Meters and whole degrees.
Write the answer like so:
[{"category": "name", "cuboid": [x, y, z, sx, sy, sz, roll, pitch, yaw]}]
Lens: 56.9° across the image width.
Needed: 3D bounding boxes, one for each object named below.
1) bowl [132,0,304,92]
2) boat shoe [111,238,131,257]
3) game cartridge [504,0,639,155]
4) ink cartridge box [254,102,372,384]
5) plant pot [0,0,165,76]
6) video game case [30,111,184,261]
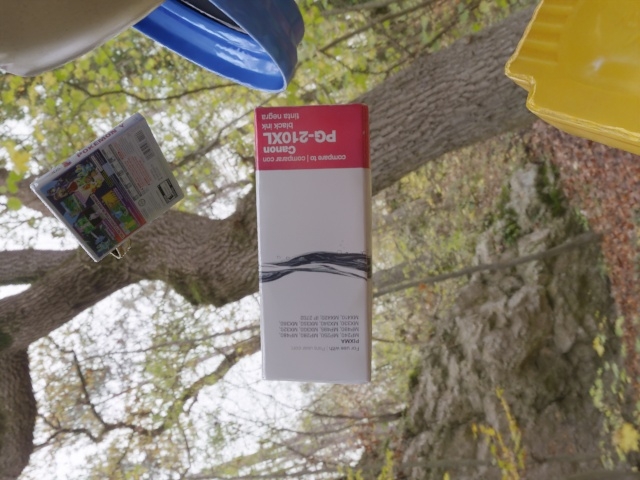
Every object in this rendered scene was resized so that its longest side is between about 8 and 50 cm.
[{"category": "bowl", "cuboid": [-0.192, -0.313, 0.705, 0.391, 0.077, 0.391, 29, 180, 0]}, {"category": "boat shoe", "cuboid": [-0.484, -0.020, 1.278, 0.153, 0.056, 0.048, 40, -147, -16]}, {"category": "game cartridge", "cuboid": [0.246, -0.166, 0.214, 0.053, 0.323, 0.285, 19, -168, -39]}, {"category": "ink cartridge box", "cuboid": [0.000, 0.000, 0.572, 0.172, 0.100, 0.237, -42, -48, -84]}, {"category": "plant pot", "cuboid": [-0.120, -0.251, 0.292, 0.284, 0.191, 0.284, 159, 90, -87]}, {"category": "video game case", "cuboid": [-0.316, -0.076, 0.912, 0.023, 0.183, 0.201, 42, 161, 26]}]
